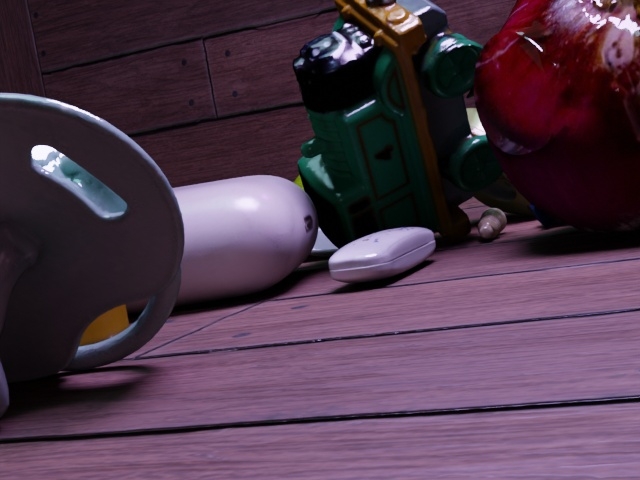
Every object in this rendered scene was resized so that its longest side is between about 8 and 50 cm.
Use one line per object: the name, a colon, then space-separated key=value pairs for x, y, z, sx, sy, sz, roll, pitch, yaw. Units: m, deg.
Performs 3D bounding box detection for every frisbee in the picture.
frisbee: x=0.000 y=0.000 z=1.784 sx=0.110 sy=0.014 sz=0.110 roll=2 pitch=21 yaw=-1

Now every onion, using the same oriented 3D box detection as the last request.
onion: x=0.407 y=-0.165 z=1.477 sx=0.398 sy=0.398 sz=0.420 roll=-6 pitch=-30 yaw=40

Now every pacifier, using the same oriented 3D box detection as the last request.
pacifier: x=-0.262 y=0.051 z=1.025 sx=0.343 sy=0.288 sz=0.269 roll=-38 pitch=29 yaw=34

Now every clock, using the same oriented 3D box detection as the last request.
clock: x=0.236 y=-0.128 z=1.793 sx=0.069 sy=0.232 sz=0.170 roll=-54 pitch=27 yaw=-12

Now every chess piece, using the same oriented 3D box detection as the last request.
chess piece: x=0.221 y=-0.018 z=1.634 sx=0.035 sy=0.035 sz=0.092 roll=-9 pitch=9 yaw=16

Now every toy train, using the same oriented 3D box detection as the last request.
toy train: x=0.081 y=-0.149 z=1.611 sx=0.249 sy=0.429 sz=0.178 roll=-29 pitch=42 yaw=-11

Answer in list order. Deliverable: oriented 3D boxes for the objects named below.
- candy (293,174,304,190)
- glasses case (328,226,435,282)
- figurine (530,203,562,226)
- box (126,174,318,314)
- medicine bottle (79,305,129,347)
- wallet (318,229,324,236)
candy: x=-0.023 y=-0.090 z=2.558 sx=0.096 sy=0.097 sz=0.209 roll=-9 pitch=9 yaw=11
glasses case: x=0.073 y=0.016 z=1.445 sx=0.076 sy=0.049 sz=0.197 roll=-8 pitch=6 yaw=26
figurine: x=0.338 y=-0.060 z=1.631 sx=0.136 sy=0.079 sz=0.077 roll=-13 pitch=-38 yaw=25
box: x=-0.183 y=0.006 z=1.557 sx=0.349 sy=0.141 sz=0.288 roll=-9 pitch=6 yaw=10
medicine bottle: x=-0.337 y=0.010 z=1.302 sx=0.237 sy=0.232 sz=0.238 roll=-11 pitch=6 yaw=1
wallet: x=-0.056 y=0.007 z=1.850 sx=0.155 sy=0.039 sz=0.110 roll=-13 pitch=7 yaw=-38
